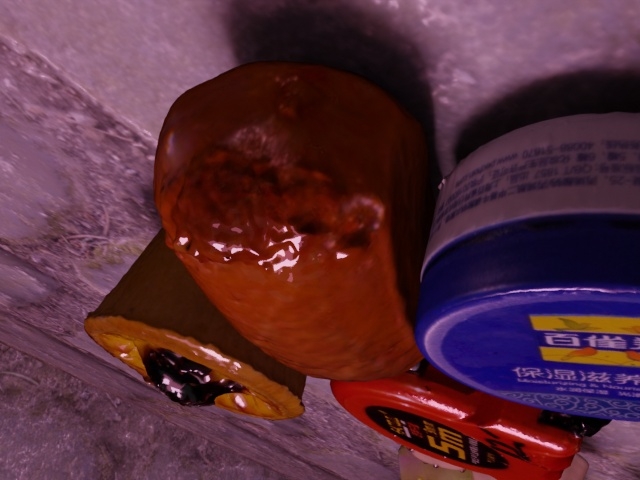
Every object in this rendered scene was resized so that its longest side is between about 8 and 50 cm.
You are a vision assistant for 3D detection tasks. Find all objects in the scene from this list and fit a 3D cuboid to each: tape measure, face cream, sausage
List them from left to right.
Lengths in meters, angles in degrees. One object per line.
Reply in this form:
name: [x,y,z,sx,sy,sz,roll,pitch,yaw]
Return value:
sausage: [-0.001,0.000,0.465,0.141,0.153,0.268,6,153,21]
tape measure: [0.136,0.141,0.700,0.261,0.114,0.253,17,156,20]
face cream: [0.160,0.022,0.407,0.206,0.111,0.206,8,155,4]

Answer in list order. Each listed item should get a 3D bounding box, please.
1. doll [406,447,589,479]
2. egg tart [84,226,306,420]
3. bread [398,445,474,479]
doll: [0.192,0.245,0.887,0.278,0.119,0.154,25,157,19]
egg tart: [-0.093,0.073,0.677,0.215,0.170,0.215,19,156,9]
bread: [0.229,0.348,1.005,0.261,0.158,0.156,14,152,12]
